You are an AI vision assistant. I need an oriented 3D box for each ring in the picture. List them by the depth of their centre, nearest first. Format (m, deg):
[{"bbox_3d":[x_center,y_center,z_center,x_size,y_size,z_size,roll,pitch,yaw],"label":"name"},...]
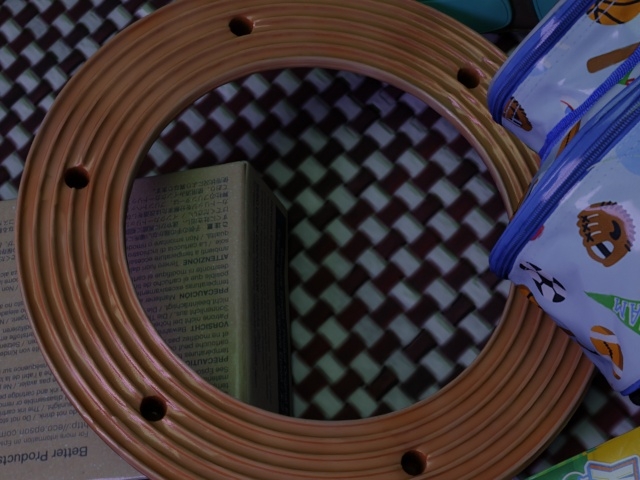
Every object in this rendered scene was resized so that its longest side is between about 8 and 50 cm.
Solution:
[{"bbox_3d":[0.000,0.000,0.796,0.336,0.032,0.337,4,64,-8],"label":"ring"}]

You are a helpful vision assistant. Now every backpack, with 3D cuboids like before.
[{"bbox_3d":[0.198,-0.053,0.691,0.213,0.276,0.263,40,96,18],"label":"backpack"}]

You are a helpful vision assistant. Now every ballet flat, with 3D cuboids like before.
[{"bbox_3d":[0.130,-0.162,0.874,0.206,0.073,0.067,3,54,17],"label":"ballet flat"}]

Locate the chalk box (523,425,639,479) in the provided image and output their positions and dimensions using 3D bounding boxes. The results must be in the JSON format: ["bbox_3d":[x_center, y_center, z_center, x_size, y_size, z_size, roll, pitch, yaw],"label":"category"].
[{"bbox_3d":[0.181,0.162,0.674,0.213,0.132,0.132,-27,61,7],"label":"chalk box"}]

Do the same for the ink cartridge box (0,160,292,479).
[{"bbox_3d":[-0.138,0.069,0.855,0.234,0.088,0.193,-8,66,15],"label":"ink cartridge box"}]
